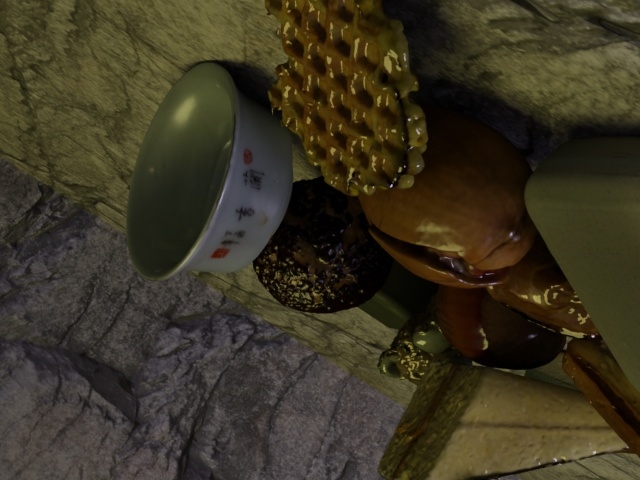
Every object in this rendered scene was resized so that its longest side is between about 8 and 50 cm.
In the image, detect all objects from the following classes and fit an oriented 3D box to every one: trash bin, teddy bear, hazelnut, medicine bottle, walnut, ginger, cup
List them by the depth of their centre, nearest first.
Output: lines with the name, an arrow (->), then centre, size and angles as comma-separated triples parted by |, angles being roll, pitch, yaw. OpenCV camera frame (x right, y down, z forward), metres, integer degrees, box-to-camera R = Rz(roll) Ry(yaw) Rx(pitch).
medicine bottle -> 0.401, 0.047, 1.521 | 0.282, 0.123, 0.375 | 5, 137, 55
walnut -> 0.141, -0.074, 1.671 | 0.336, 0.209, 0.209 | 45, 179, 42
ginger -> 0.321, 0.046, 1.757 | 0.321, 0.172, 0.165 | 29, 129, 17
hazelnut -> 0.268, 0.114, 2.035 | 0.210, 0.210, 0.186 | 36, -153, -19
cup -> -0.155, -0.088, 2.076 | 0.163, 0.347, 0.347 | 17, 176, -31
teddy bear -> 0.219, 0.166, 2.282 | 0.267, 0.156, 0.256 | 2, 140, -31
trash bin -> 0.101, 0.061, 2.400 | 0.240, 0.122, 0.164 | 37, 165, -27

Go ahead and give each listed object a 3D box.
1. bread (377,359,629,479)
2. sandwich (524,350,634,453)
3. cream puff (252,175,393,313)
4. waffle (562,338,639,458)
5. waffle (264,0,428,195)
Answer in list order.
bread -> 0.314, 0.317, 2.024 | 0.404, 0.242, 0.346 | 19, 176, 4
sandwich -> 0.480, 0.276, 2.348 | 0.220, 0.108, 0.186 | 35, 166, -3
cream puff -> 0.000, 0.000, 2.148 | 0.239, 0.239, 0.165 | 23, 155, 32
waffle -> 0.495, 0.233, 1.780 | 0.224, 0.098, 0.328 | -4, -139, -40
waffle -> 0.021, -0.187, 1.544 | 0.281, 0.058, 0.301 | 15, 125, 53
